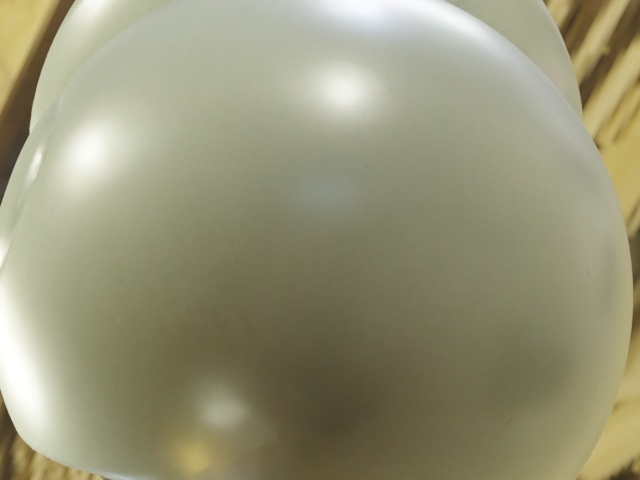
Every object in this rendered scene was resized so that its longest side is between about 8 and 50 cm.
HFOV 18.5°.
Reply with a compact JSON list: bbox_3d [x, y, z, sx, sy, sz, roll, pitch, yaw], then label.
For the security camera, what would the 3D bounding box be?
[{"bbox_3d":[0.000,0.000,0.593,0.194,0.195,0.236,-62,14,19],"label":"security camera"}]
